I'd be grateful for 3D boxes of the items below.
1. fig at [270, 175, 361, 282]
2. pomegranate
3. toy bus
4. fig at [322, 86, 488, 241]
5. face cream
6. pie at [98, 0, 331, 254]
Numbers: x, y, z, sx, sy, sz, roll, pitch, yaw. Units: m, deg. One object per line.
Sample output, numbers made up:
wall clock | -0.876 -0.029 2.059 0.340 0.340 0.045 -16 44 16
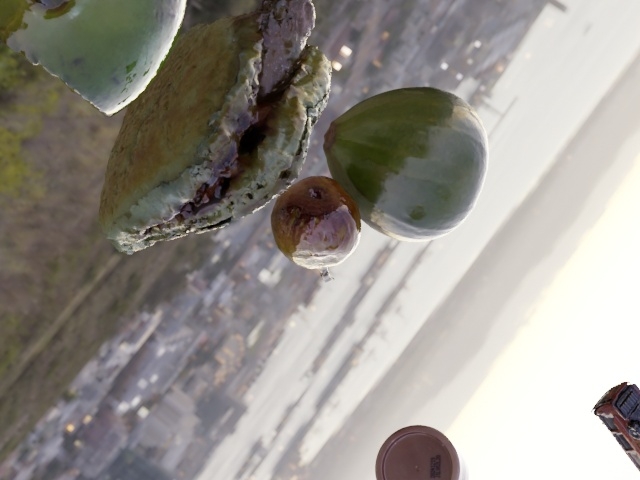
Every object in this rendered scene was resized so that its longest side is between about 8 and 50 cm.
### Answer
fig | 0.000 0.000 2.080 0.159 0.159 0.257 -49 150 -24
pomegranate | -0.177 -0.198 0.927 0.159 0.190 0.241 -50 146 -2
toy bus | 0.542 0.338 1.926 0.073 0.235 0.096 -40 -177 -30
fig | 0.150 -0.153 2.176 0.316 0.316 0.316 -51 170 -12
face cream | 0.177 0.401 2.034 0.149 0.149 0.104 -53 156 -5
pie | -0.177 -0.153 1.688 0.418 0.180 0.395 -15 -133 48
